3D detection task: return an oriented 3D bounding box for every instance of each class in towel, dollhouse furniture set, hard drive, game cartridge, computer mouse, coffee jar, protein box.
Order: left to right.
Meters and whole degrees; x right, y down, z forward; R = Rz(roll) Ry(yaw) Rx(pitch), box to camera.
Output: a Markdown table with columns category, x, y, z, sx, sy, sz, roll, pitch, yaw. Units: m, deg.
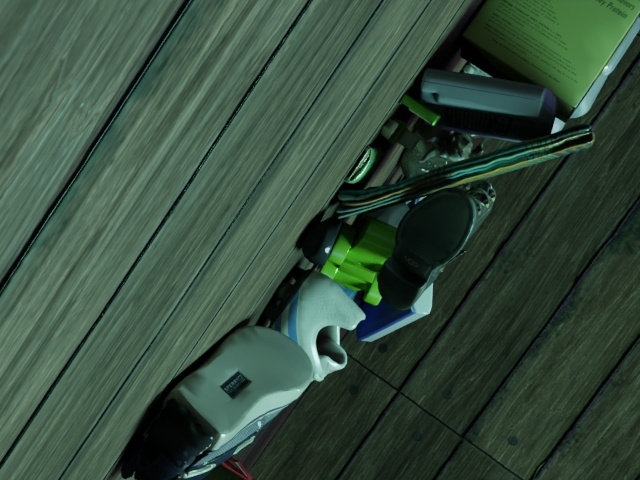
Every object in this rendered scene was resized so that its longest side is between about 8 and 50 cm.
| category | x | y | z | sx | sy | sz | roll | pitch | yaw |
| --- | --- | --- | --- | --- | --- | --- | --- | --- | --- |
| computer mouse | 0.000 | 0.000 | 1.799 | 0.242 | 0.041 | 0.071 | 55 | 56 | -89 |
| coffee jar | 0.094 | -0.002 | 2.224 | 0.096 | 0.079 | 0.184 | -53 | 175 | -37 |
| hard drive | 0.135 | 0.059 | 2.307 | 0.319 | 0.040 | 0.210 | 140 | -44 | -70 |
| dollhouse furniture set | 0.102 | -0.127 | 1.742 | 0.151 | 0.059 | 0.076 | -56 | 173 | 11 |
| towel | 0.217 | -0.104 | 1.832 | 0.370 | 0.040 | 0.271 | -16 | 180 | 11 |
| game cartridge | 0.248 | -0.195 | 1.847 | 0.294 | 0.196 | 0.060 | 24 | 81 | -84 |
| protein box | 0.348 | -0.322 | 1.877 | 0.201 | 0.200 | 0.136 | -56 | 174 | -1 |

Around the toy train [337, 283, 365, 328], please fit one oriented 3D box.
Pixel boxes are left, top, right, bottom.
| category | x | y | z | sx | sy | sz | roll | pitch | yaw |
| --- | --- | --- | --- | --- | --- | --- | --- | --- | --- |
| toy train | 0.028 | 0.116 | 2.381 | 0.105 | 0.080 | 0.184 | -42 | 165 | -39 |

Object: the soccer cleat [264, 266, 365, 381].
| category | x | y | z | sx | sy | sz | roll | pitch | yaw |
| --- | --- | --- | --- | --- | --- | --- | --- | --- | --- |
| soccer cleat | -0.046 | 0.188 | 1.916 | 0.116 | 0.143 | 0.331 | -46 | 170 | -51 |

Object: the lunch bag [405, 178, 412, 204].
| category | x | y | z | sx | sy | sz | roll | pitch | yaw |
| --- | --- | --- | --- | --- | --- | --- | --- | --- | --- |
| lunch bag | 0.202 | -0.095 | 2.506 | 0.151 | 0.096 | 0.129 | -41 | -173 | 42 |

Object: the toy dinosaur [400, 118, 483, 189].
| category | x | y | z | sx | sy | sz | roll | pitch | yaw |
| --- | --- | --- | --- | --- | --- | --- | --- | --- | --- |
| toy dinosaur | 0.206 | -0.147 | 2.153 | 0.313 | 0.160 | 0.121 | 142 | -46 | -72 |

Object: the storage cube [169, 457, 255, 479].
| category | x | y | z | sx | sy | sz | roll | pitch | yaw |
| --- | --- | --- | --- | --- | --- | --- | --- | --- | --- |
| storage cube | -0.190 | 0.429 | 1.950 | 0.215 | 0.184 | 0.193 | -54 | 175 | -7 |

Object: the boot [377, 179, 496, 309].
| category | x | y | z | sx | sy | sz | roll | pitch | yaw |
| --- | --- | --- | --- | --- | --- | --- | --- | --- | --- |
| boot | 0.193 | -0.029 | 1.834 | 0.229 | 0.091 | 0.263 | -41 | 169 | -43 |

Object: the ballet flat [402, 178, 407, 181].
| category | x | y | z | sx | sy | sz | roll | pitch | yaw |
| --- | --- | --- | --- | --- | --- | --- | --- | --- | --- |
| ballet flat | 0.148 | -0.062 | 2.437 | 0.057 | 0.049 | 0.173 | -51 | 173 | -38 |

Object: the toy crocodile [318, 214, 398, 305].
| category | x | y | z | sx | sy | sz | roll | pitch | yaw |
| --- | --- | --- | --- | --- | --- | --- | --- | --- | --- |
| toy crocodile | 0.070 | 0.022 | 2.004 | 0.340 | 0.115 | 0.105 | 119 | -7 | -73 |

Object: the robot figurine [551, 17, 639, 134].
| category | x | y | z | sx | sy | sz | roll | pitch | yaw |
| --- | --- | --- | --- | --- | --- | --- | --- | --- | --- |
| robot figurine | 0.447 | -0.367 | 2.289 | 0.300 | 0.200 | 0.353 | 18 | -105 | 52 |

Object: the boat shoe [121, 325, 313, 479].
| category | x | y | z | sx | sy | sz | roll | pitch | yaw |
| --- | --- | --- | --- | --- | --- | --- | --- | --- | --- |
| boat shoe | -0.138 | 0.226 | 1.647 | 0.158 | 0.127 | 0.340 | -50 | 168 | 24 |

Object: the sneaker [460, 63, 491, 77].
| category | x | y | z | sx | sy | sz | roll | pitch | yaw |
| --- | --- | --- | --- | --- | --- | --- | --- | --- | --- |
| sneaker | 0.293 | -0.247 | 2.169 | 0.228 | 0.132 | 0.086 | -56 | 173 | 14 |
